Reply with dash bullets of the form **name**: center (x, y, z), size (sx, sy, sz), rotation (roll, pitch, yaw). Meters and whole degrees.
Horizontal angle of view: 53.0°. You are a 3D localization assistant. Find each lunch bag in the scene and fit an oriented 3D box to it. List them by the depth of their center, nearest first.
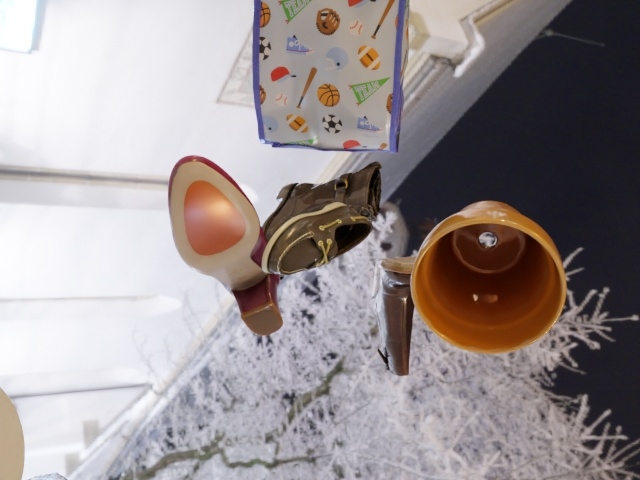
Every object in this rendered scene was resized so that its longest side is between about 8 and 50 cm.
- **lunch bag**: center (0.026, -0.386, 1.394), size (0.239, 0.328, 0.385), rotation (-51, 144, -73)

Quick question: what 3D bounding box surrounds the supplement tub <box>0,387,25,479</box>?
- **supplement tub**: center (-0.524, 0.254, 0.704), size (0.331, 0.241, 0.241), rotation (-12, -104, 25)

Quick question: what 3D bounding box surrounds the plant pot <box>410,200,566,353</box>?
- **plant pot**: center (0.247, 0.032, 0.950), size (0.188, 0.205, 0.205), rotation (-57, 166, -63)

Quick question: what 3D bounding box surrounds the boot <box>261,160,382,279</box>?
- **boot**: center (0.008, -0.045, 1.278), size (0.229, 0.091, 0.263), rotation (-7, -127, 30)

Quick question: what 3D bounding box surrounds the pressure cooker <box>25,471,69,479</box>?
- **pressure cooker**: center (-0.249, 0.424, 0.411), size (0.370, 0.420, 0.375), rotation (11, -50, 51)

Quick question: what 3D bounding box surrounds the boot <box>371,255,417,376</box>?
- **boot**: center (0.147, 0.133, 1.125), size (0.248, 0.090, 0.207), rotation (139, -54, -82)

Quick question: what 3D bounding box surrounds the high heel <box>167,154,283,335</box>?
- **high heel**: center (-0.152, -0.018, 0.995), size (0.377, 0.127, 0.181), rotation (76, -6, -46)

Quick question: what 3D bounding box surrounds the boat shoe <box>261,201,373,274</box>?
- **boat shoe**: center (0.000, 0.000, 0.991), size (0.069, 0.228, 0.081), rotation (25, -57, 26)
